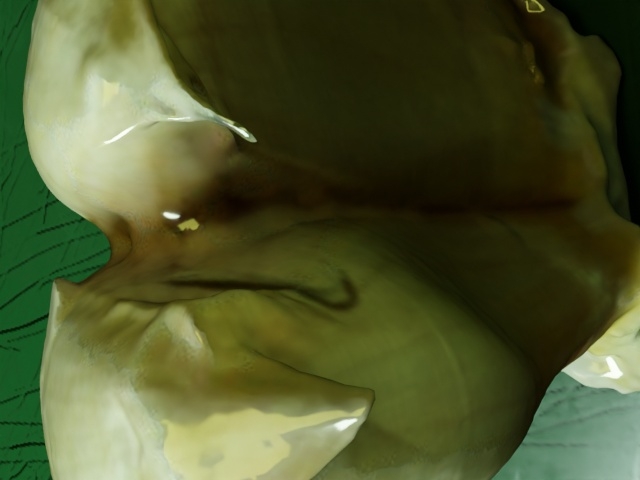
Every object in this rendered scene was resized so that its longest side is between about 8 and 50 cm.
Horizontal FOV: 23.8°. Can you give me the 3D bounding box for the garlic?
[{"bbox_3d":[0.000,0.000,0.575,0.249,0.313,0.286,16,111,36],"label":"garlic"}]
